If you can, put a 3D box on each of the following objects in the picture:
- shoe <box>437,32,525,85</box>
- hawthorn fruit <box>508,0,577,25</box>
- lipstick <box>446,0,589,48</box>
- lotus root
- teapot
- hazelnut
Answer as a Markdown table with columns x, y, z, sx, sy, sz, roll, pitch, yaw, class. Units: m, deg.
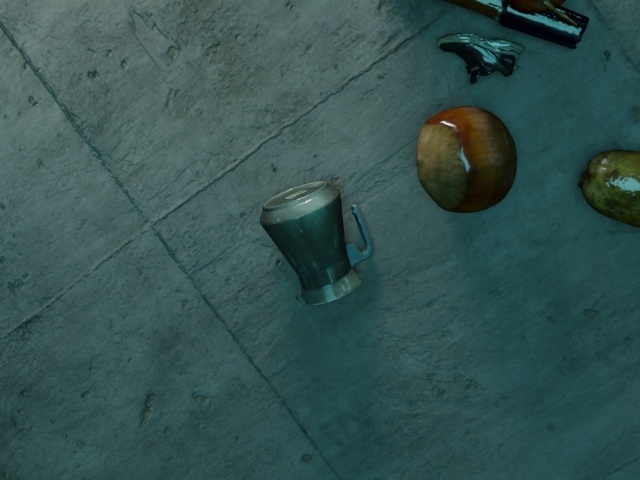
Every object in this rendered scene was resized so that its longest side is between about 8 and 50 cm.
| x | y | z | sx | sy | sz | roll | pitch | yaw | class |
| --- | --- | --- | --- | --- | --- | --- | --- | --- | --- |
| 0.307 | -0.350 | 1.705 | 0.169 | 0.071 | 0.100 | 9 | 106 | 3 | shoe |
| 0.394 | -0.473 | 1.574 | 0.162 | 0.163 | 0.204 | 0 | 73 | 8 | hawthorn fruit |
| 0.307 | -0.466 | 1.675 | 0.418 | 0.077 | 0.077 | 22 | 104 | 4 | lipstick |
| 0.631 | -0.093 | 1.682 | 0.260 | 0.128 | 0.145 | 18 | 118 | 9 | lotus root |
| 0.000 | 0.000 | 1.785 | 0.203 | 0.171 | 0.225 | -26 | 106 | -18 | teapot |
| 0.287 | -0.156 | 1.696 | 0.214 | 0.176 | 0.214 | -6 | 106 | -20 | hazelnut |
